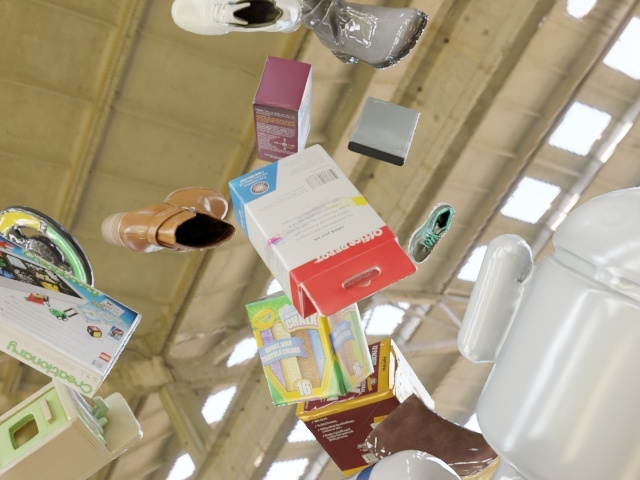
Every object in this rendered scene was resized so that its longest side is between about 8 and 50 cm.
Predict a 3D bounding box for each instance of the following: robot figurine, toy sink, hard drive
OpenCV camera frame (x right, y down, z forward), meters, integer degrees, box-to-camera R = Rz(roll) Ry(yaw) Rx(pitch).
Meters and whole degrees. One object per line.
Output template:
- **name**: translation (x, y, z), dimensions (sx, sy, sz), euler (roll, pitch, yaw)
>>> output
- **robot figurine**: translation (0.268, 0.104, 0.619), dimensions (0.200, 0.300, 0.353), euler (-6, -60, -67)
- **toy sink**: translation (-0.471, 0.348, 1.275), dimensions (0.234, 0.153, 0.131), euler (-34, -54, -15)
- **hard drive**: translation (0.106, -0.182, 1.155), dimensions (0.022, 0.094, 0.135), euler (103, -174, -45)

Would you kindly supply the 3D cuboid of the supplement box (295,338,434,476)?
- **supplement box**: translation (0.089, 0.318, 1.327), dimensions (0.191, 0.129, 0.194), euler (-21, -60, 21)

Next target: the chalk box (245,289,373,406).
- **chalk box**: translation (-0.019, 0.131, 1.100), dimensions (0.132, 0.213, 0.132), euler (-14, 2, 26)

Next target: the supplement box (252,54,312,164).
- **supplement box**: translation (-0.065, -0.222, 1.244), dimensions (0.081, 0.104, 0.188), euler (12, -25, 4)

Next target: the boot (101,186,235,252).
- **boot**: translation (-0.228, -0.040, 1.278), dimensions (0.283, 0.220, 0.109), euler (-10, -80, -48)

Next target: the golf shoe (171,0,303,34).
- **golf shoe**: translation (-0.113, -0.293, 0.883), dimensions (0.176, 0.086, 0.069), euler (1, -71, 12)

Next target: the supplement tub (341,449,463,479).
- **supplement tub**: translation (-0.007, 0.334, 0.539), dimensions (0.325, 0.235, 0.235), euler (-32, -35, 15)

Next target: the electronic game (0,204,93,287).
- **electronic game**: translation (-0.536, 0.032, 1.355), dimensions (0.048, 0.229, 0.229), euler (-54, -19, -46)

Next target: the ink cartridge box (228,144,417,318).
- **ink cartridge box**: translation (0.000, 0.000, 0.855), dimensions (0.134, 0.231, 0.078), euler (-25, -34, -17)

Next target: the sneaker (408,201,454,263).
- **sneaker**: translation (0.267, -0.021, 1.680), dimensions (0.166, 0.065, 0.076), euler (-60, 4, -2)

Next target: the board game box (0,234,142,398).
- **board game box**: translation (-0.456, 0.107, 1.120), dimensions (0.305, 0.193, 0.053), euler (32, -68, -9)

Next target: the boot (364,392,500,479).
- **boot**: translation (0.200, 0.300, 1.068), dimensions (0.248, 0.207, 0.090), euler (-44, -44, 3)

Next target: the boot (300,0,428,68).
- **boot**: translation (0.043, -0.451, 1.403), dimensions (0.222, 0.338, 0.118), euler (32, -99, -30)
